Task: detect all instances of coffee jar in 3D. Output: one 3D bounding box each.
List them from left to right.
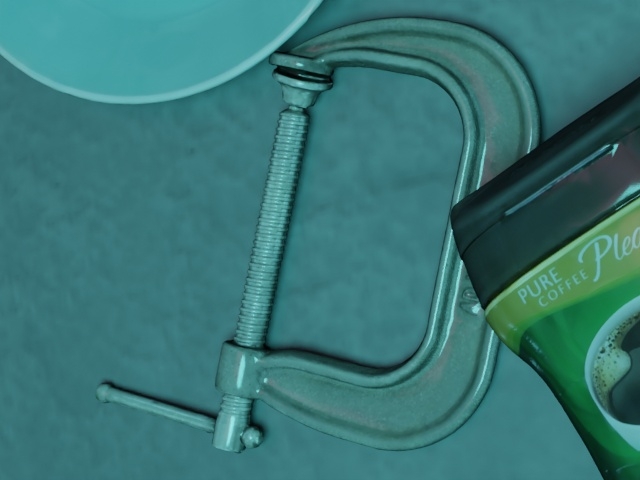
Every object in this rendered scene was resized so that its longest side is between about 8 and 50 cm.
[{"bbox_3d":[0.116,0.045,0.519,0.096,0.079,0.184,-35,75,23],"label":"coffee jar"}]

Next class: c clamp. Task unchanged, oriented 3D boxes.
[{"bbox_3d":[0.000,0.000,0.609,0.137,0.022,0.160,20,97,25],"label":"c clamp"}]

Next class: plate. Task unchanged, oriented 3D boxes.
[{"bbox_3d":[-0.056,-0.139,0.638,0.188,0.024,0.188,-2,86,26],"label":"plate"}]
